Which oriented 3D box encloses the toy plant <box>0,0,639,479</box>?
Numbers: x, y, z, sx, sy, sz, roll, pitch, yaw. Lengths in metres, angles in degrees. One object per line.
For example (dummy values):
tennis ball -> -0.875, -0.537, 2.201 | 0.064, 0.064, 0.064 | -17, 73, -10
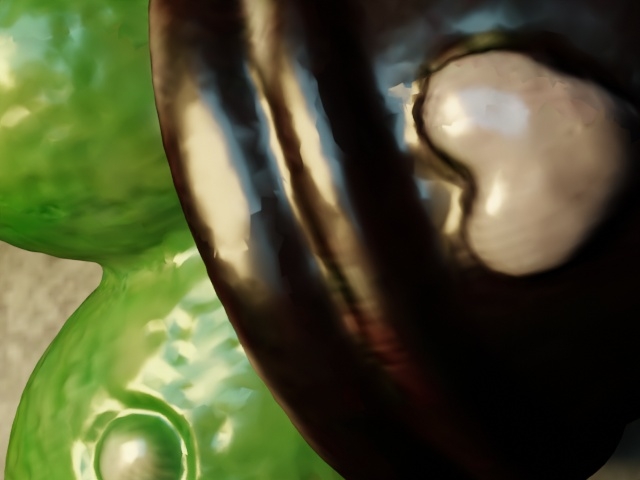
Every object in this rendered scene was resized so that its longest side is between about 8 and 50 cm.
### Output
toy plant -> 0.000, 0.000, 0.484 | 0.235, 0.175, 0.218 | -19, 103, 23
